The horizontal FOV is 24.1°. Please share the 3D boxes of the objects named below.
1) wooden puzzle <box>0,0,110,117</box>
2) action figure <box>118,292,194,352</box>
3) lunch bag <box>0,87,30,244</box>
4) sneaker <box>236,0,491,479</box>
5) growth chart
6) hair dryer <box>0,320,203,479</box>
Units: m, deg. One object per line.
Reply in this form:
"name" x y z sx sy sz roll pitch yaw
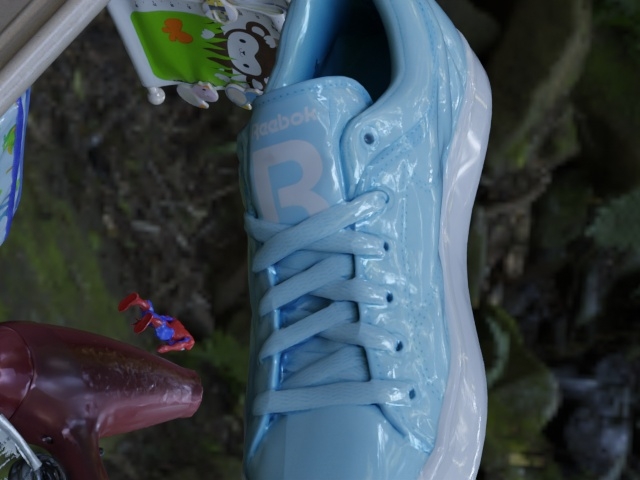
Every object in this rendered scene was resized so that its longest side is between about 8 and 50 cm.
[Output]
"wooden puzzle" -0.194 -0.109 0.682 0.221 0.238 0.044 -50 143 -17
"action figure" -0.131 0.072 1.221 0.030 0.038 0.115 -46 157 2
"lunch bag" -0.300 -0.042 1.180 0.219 0.090 0.176 111 5 -50
"sneaker" 0.000 0.000 0.768 0.150 0.135 0.366 45 38 -42
"growth chart" -0.076 -0.167 1.238 0.172 0.237 0.021 60 44 -41
"hair dryer" -0.167 0.156 0.987 0.224 0.080 0.293 52 35 -8
